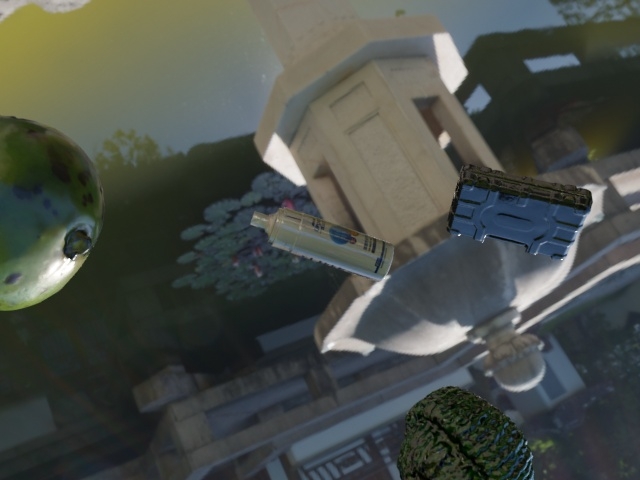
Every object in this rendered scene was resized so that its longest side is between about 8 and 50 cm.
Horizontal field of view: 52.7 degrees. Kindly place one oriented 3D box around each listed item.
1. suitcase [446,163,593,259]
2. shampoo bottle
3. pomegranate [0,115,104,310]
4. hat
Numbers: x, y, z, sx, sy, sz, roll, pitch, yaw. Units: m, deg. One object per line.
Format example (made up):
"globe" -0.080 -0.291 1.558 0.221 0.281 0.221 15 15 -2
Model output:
"suitcase" 0.439 -0.062 1.456 0.286 0.066 0.206 14 144 9
"shampoo bottle" 0.000 0.000 1.365 0.303 0.092 0.092 20 145 -9
"pomegranate" -0.356 -0.039 0.688 0.211 0.263 0.211 21 90 -81
"hat" 0.243 0.464 1.303 0.332 0.274 0.242 -27 119 -33
